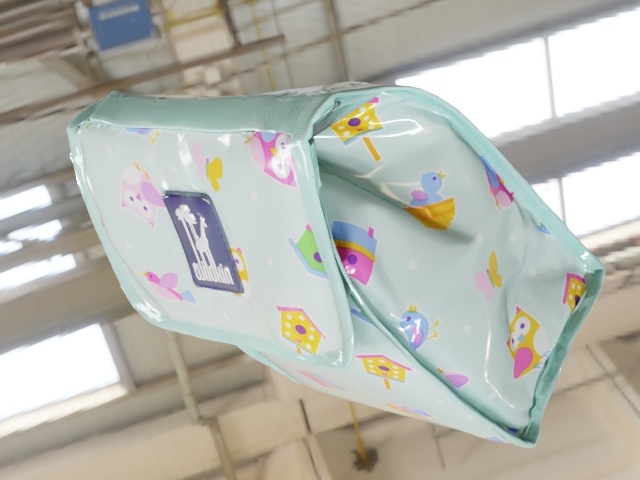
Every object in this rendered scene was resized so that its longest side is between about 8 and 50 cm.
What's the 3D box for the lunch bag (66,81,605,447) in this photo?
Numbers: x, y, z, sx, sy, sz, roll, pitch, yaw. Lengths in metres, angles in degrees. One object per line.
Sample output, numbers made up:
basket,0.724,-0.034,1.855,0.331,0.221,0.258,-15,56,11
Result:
lunch bag,0.000,0.000,0.691,0.223,0.262,0.160,8,-112,48
